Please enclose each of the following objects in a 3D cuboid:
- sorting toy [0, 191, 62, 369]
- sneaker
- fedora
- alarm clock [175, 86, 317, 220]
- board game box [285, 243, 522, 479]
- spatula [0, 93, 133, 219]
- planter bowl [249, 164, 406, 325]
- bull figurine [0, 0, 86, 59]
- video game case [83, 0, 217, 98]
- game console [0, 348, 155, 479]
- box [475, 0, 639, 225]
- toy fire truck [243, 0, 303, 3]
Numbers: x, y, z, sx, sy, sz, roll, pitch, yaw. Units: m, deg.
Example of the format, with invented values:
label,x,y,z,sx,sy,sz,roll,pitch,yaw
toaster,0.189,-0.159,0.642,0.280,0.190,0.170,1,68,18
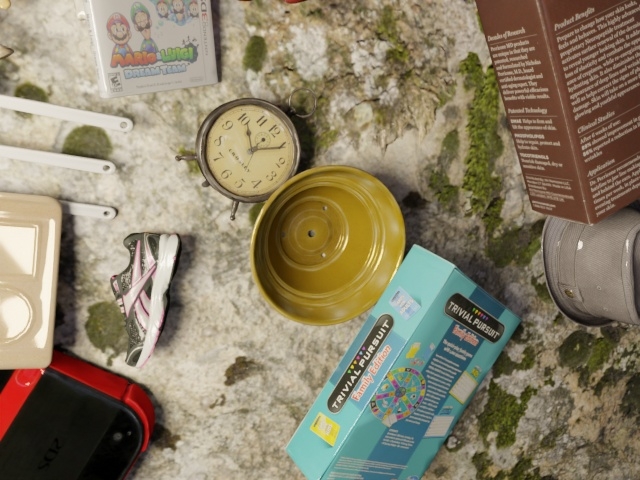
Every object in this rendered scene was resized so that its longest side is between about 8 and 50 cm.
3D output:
label,x,y,z,sx,sy,sz,roll,pitch,yaw
sorting toy,-0.405,0.045,0.585,0.192,0.038,0.209,4,94,-21
sneaker,-0.234,0.071,0.665,0.077,0.072,0.178,13,90,-9
fedora,0.514,0.037,0.872,0.243,0.124,0.276,-25,109,-12
alarm clock,-0.080,-0.128,0.664,0.192,0.064,0.129,-41,111,-4
board game box,0.136,0.206,0.764,0.253,0.079,0.336,32,90,-44
spatula,-0.350,-0.097,0.582,0.241,0.019,0.168,7,117,-26
planter bowl,0.000,0.000,0.705,0.217,0.090,0.217,-6,106,-20
bull figurine,-0.311,-0.300,0.525,0.310,0.101,0.189,-29,112,-11
video game case,-0.184,-0.241,0.572,0.157,0.019,0.143,-28,125,-46
game console,-0.442,0.304,0.653,0.341,0.060,0.387,32,90,-16
box,0.381,-0.236,0.758,0.191,0.143,0.382,-27,111,-11
toy fire truck,-0.019,-0.428,0.582,0.253,0.169,0.302,-33,112,-37
